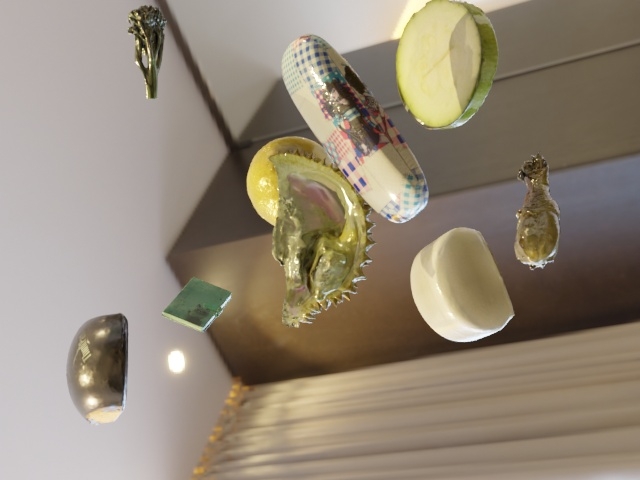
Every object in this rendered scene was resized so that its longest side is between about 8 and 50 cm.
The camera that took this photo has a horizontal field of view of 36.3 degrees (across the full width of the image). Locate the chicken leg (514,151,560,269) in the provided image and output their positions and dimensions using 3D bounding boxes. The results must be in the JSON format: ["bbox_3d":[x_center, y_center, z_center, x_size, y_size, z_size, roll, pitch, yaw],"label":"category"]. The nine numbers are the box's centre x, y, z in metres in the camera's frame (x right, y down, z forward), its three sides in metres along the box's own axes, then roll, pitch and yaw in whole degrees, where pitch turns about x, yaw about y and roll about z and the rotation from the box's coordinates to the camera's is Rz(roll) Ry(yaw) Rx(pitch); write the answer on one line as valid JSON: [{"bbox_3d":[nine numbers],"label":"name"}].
[{"bbox_3d":[0.386,-0.048,1.750,0.103,0.088,0.227,56,-149,-50],"label":"chicken leg"}]

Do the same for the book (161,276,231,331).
[{"bbox_3d":[-0.255,0.134,2.057,0.135,0.103,0.017,-53,-21,-51],"label":"book"}]

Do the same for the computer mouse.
[{"bbox_3d":[-0.385,0.222,1.677,0.269,0.100,0.170,130,142,-66],"label":"computer mouse"}]

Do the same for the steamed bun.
[{"bbox_3d":[0.299,0.104,2.145,0.164,0.146,0.241,-14,-103,-26],"label":"steamed bun"}]

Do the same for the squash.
[{"bbox_3d":[0.207,-0.297,1.644,0.041,0.219,0.219,-4,-98,-35],"label":"squash"}]

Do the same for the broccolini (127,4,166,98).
[{"bbox_3d":[-0.365,-0.410,2.117,0.091,0.068,0.202,-11,-89,-33],"label":"broccolini"}]

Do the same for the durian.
[{"bbox_3d":[0.000,0.000,1.668,0.167,0.172,0.306,2,-87,-30],"label":"durian"}]

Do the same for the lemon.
[{"bbox_3d":[-0.068,-0.154,2.471,0.219,0.241,0.240,93,177,-66],"label":"lemon"}]

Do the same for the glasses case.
[{"bbox_3d":[0.050,-0.170,1.499,0.076,0.125,0.327,-32,-96,-30],"label":"glasses case"}]
